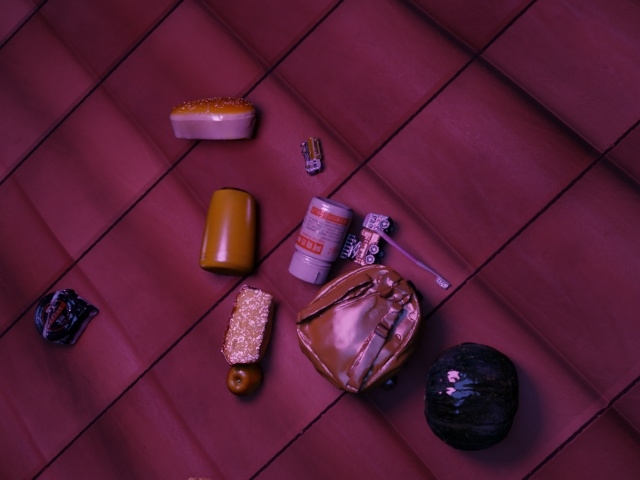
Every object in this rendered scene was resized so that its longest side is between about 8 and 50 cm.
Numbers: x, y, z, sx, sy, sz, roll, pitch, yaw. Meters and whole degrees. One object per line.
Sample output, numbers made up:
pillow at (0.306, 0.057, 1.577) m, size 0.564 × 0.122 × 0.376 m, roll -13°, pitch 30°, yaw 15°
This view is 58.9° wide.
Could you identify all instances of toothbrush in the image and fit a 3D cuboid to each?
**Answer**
toothbrush at (0.272, 0.053, 1.700) m, size 0.286 × 0.020 × 0.025 m, roll 39°, pitch 98°, yaw -2°

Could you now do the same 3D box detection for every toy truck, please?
toy truck at (-0.027, -0.281, 1.879) m, size 0.063 × 0.052 × 0.123 m, roll -13°, pitch 75°, yaw 6°
toy truck at (0.149, -0.003, 1.763) m, size 0.115 × 0.080 × 0.177 m, roll 23°, pitch 87°, yaw 24°

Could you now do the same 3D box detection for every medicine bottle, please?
medicine bottle at (0.000, 0.000, 1.750) m, size 0.145 × 0.144 × 0.252 m, roll 22°, pitch 103°, yaw 18°

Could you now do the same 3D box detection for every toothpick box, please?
toothpick box at (-0.294, -0.031, 1.843) m, size 0.175 × 0.175 × 0.271 m, roll 1°, pitch 76°, yaw 16°

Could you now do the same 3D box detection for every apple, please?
apple at (-0.244, 0.430, 1.773) m, size 0.099 × 0.102 × 0.114 m, roll 43°, pitch 94°, yaw 17°

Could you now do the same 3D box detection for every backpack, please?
backpack at (0.131, 0.259, 1.652) m, size 0.378 × 0.201 × 0.353 m, roll -38°, pitch 71°, yaw 8°

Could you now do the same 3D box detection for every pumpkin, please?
pumpkin at (0.413, 0.428, 1.545) m, size 0.264 × 0.197 × 0.292 m, roll 5°, pitch 83°, yaw 14°

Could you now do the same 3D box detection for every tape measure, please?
tape measure at (-0.901, 0.263, 1.987) m, size 0.181 × 0.107 × 0.182 m, roll 37°, pitch 90°, yaw 16°

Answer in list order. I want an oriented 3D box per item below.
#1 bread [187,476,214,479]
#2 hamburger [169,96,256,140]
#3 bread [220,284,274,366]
bread at (-0.359, 0.838, 1.700) m, size 0.204 × 0.162 × 0.262 m, roll -41°, pitch 95°, yaw 3°
hamburger at (-0.363, -0.410, 1.912) m, size 0.295 × 0.227 × 0.151 m, roll 6°, pitch 104°, yaw 13°
bread at (-0.221, 0.282, 1.779) m, size 0.129 × 0.134 × 0.260 m, roll 9°, pitch 67°, yaw 7°
